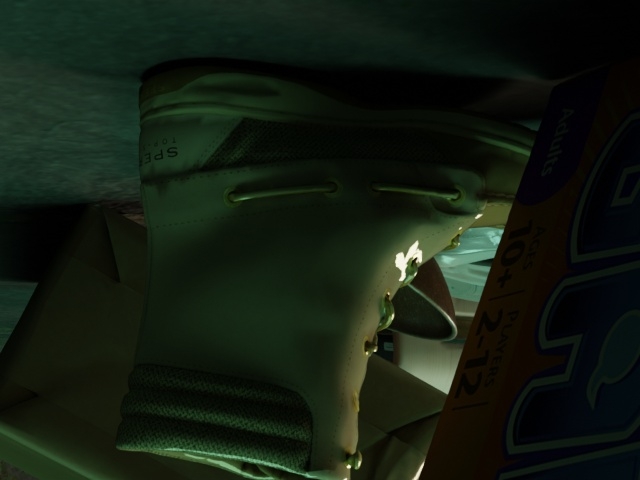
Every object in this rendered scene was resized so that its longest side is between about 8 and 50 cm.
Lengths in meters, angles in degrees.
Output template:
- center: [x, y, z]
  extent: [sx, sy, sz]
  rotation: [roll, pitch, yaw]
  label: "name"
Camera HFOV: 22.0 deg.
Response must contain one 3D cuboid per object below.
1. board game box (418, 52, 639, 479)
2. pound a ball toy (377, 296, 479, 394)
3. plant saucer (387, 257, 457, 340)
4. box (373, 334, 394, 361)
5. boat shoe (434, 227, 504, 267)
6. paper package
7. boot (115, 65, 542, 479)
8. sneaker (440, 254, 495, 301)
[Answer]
- center: [0.291, 0.125, 0.719]
  extent: [0.356, 0.357, 0.356]
  rotation: [34, 152, -24]
  label: "board game box"
- center: [0.141, 0.106, 1.456]
  extent: [0.319, 0.136, 0.208]
  rotation: [6, 166, -32]
  label: "pound a ball toy"
- center: [0.000, 0.000, 1.002]
  extent: [0.198, 0.036, 0.198]
  rotation: [26, 169, 5]
  label: "plant saucer"
- center: [0.035, 0.188, 1.727]
  extent: [0.056, 0.183, 0.231]
  rotation: [-12, 164, 40]
  label: "box"
- center: [0.111, -0.023, 1.015]
  extent: [0.184, 0.066, 0.063]
  rotation: [5, 144, 23]
  label: "boat shoe"
- center: [-0.090, 0.139, 1.234]
  extent: [0.309, 0.168, 0.325]
  rotation: [28, 165, -4]
  label: "paper package"
- center: [0.026, 0.031, 0.846]
  extent: [0.261, 0.204, 0.095]
  rotation: [10, 165, -25]
  label: "boot"
- center: [0.179, 0.047, 1.078]
  extent: [0.262, 0.121, 0.099]
  rotation: [7, -150, 20]
  label: "sneaker"
